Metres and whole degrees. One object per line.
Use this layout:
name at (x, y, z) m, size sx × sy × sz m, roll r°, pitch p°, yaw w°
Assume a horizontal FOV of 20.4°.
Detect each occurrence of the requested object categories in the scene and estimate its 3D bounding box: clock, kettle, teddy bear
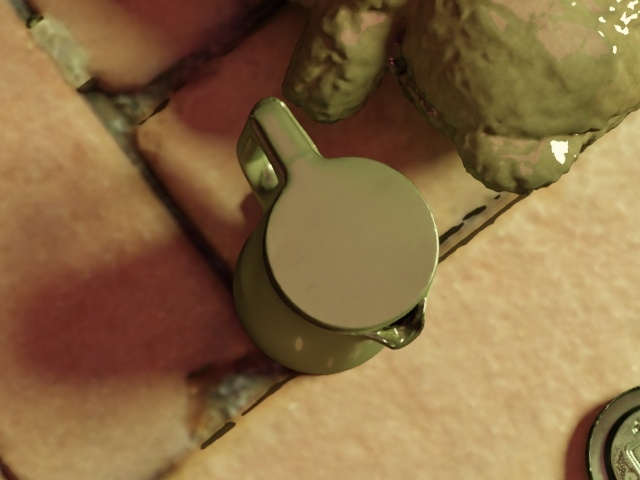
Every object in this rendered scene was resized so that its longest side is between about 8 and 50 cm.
clock at (0.189, 0.121, 0.990) m, size 0.085 × 0.017 × 0.085 m, roll 1°, pitch 80°, yaw -6°
kettle at (0.006, 0.001, 0.925) m, size 0.098 × 0.148 × 0.126 m, roll 0°, pitch 80°, yaw -5°
teddy bear at (0.069, -0.157, 0.957) m, size 0.267 × 0.151 × 0.236 m, roll 36°, pitch 80°, yaw 2°
